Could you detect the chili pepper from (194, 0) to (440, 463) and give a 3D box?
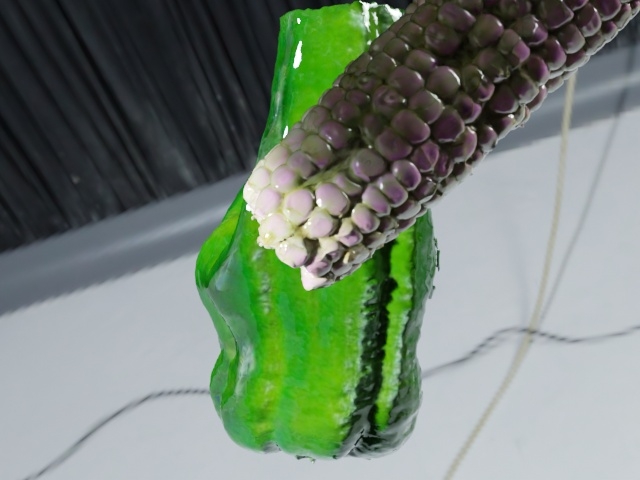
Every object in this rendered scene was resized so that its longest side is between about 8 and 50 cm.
[{"bbox_3d":[-0.011,0.000,1.080,0.167,0.385,0.213,-4,14,-33],"label":"chili pepper"}]

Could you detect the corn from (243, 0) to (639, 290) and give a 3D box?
[{"bbox_3d":[0.088,-0.104,0.884,0.335,0.126,0.126,-48,52,-5],"label":"corn"}]
